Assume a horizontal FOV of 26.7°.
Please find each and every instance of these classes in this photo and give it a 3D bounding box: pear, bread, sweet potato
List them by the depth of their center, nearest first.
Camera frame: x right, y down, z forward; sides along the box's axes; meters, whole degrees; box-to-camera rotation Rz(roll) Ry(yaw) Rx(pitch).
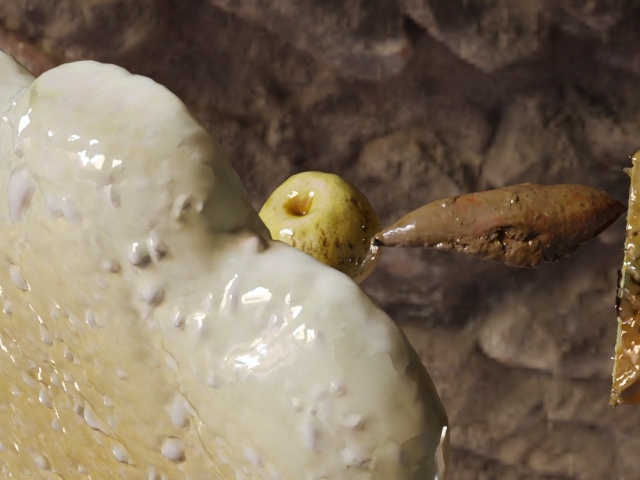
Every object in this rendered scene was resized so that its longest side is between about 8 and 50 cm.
[{"bbox_3d":[-0.071,0.070,0.495,0.054,0.316,0.316,-36,8,-36],"label":"bread"},{"bbox_3d":[0.140,-0.011,1.034,0.205,0.068,0.060,-3,-14,-4],"label":"sweet potato"},{"bbox_3d":[0.318,0.040,1.166,0.139,0.229,0.143,7,-14,5],"label":"bread"},{"bbox_3d":[0.000,0.000,1.772,0.178,0.178,0.178,4,-19,1],"label":"pear"}]
